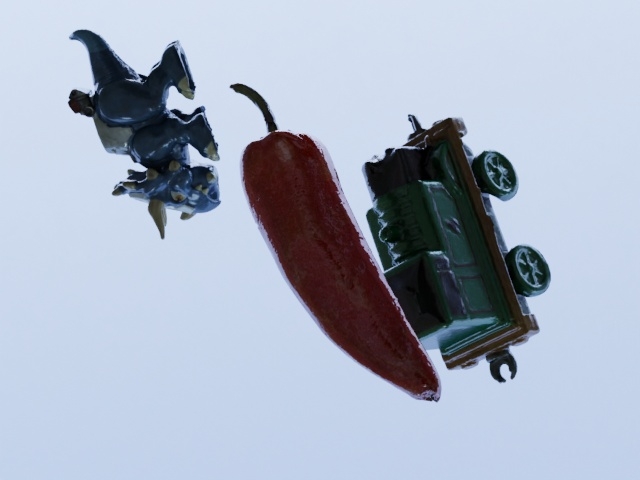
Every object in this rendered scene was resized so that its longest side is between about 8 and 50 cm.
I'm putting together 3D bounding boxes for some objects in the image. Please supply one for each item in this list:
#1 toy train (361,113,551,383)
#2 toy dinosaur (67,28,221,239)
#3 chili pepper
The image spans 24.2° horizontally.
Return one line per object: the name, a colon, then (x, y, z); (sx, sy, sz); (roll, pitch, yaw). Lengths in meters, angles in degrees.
toy train: (0.094, 0.005, 1.156); (0.091, 0.136, 0.228); (-30, -106, 42)
toy dinosaur: (-0.066, -0.043, 0.561); (0.047, 0.030, 0.083); (-21, -76, 1)
chili pepper: (0.000, 0.000, 1.033); (0.071, 0.063, 0.272); (-33, -106, 15)
